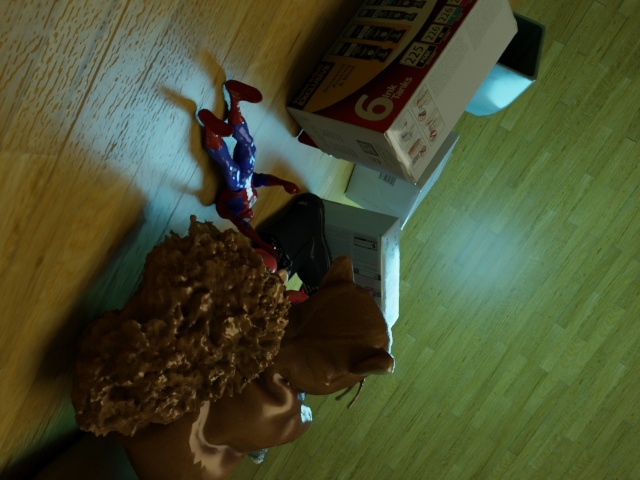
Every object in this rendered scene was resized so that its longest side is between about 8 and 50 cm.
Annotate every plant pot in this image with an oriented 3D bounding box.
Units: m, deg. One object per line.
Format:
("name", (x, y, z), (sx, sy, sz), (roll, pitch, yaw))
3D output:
("plant pot", (0.485, -0.523, 1.703), (0.252, 0.248, 0.247), (118, -6, -60))
("plant pot", (-0.322, 0.382, 0.848), (0.237, 0.237, 0.254), (-62, -175, 24))

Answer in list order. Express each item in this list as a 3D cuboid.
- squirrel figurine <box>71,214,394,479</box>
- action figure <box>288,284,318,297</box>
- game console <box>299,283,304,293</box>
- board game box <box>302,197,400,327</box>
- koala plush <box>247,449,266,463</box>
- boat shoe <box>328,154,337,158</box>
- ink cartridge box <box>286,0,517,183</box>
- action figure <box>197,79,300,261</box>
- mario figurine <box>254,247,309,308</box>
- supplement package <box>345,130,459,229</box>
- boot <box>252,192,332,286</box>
("squirrel figurine", (-0.095, 0.156, 0.754), (0.371, 0.281, 0.397), (-22, 141, 7))
("action figure", (-0.119, 0.152, 1.277), (0.164, 0.141, 0.276), (-53, 152, 18))
("game console", (-0.039, 0.146, 1.989), (0.124, 0.085, 0.144), (-5, 134, -38))
("board game box", (0.068, 0.067, 1.356), (0.097, 0.224, 0.303), (-45, 141, -43))
("koala plush", (-0.212, 0.489, 1.536), (0.203, 0.221, 0.196), (-26, 148, -54))
("boat shoe", (0.075, -0.248, 1.154), (0.081, 0.069, 0.227), (-48, 166, -43))
("ink cartridge box", (0.104, -0.277, 0.897), (0.309, 0.272, 0.130), (-56, 139, -11))
("action figure", (-0.083, -0.074, 0.766), (0.091, 0.139, 0.280), (-53, 172, -22))
("mario figurine", (-0.100, 0.156, 1.053), (0.198, 0.170, 0.320), (-41, 132, -9))
("supplement package", (0.237, -0.216, 1.654), (0.262, 0.199, 0.198), (-51, 167, -33))
("boot", (-0.061, 0.043, 1.210), (0.207, 0.094, 0.246), (-49, 145, -47))
